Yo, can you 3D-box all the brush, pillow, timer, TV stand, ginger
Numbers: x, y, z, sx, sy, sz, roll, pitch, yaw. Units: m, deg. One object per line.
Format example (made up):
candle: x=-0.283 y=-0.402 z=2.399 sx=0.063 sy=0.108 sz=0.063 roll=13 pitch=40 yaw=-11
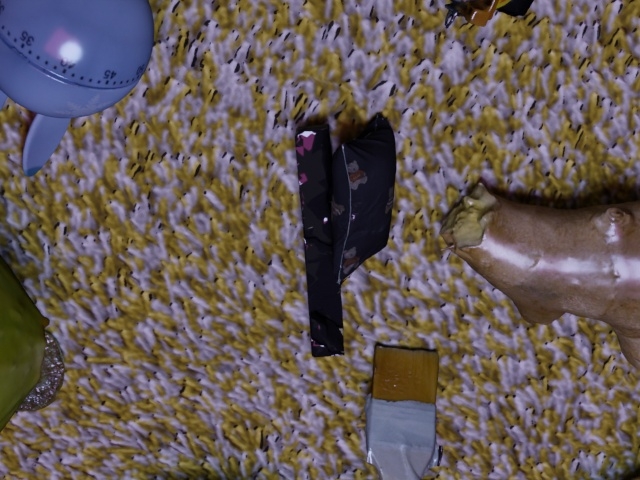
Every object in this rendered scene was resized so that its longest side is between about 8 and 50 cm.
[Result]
brush: x=0.080 y=0.278 z=1.584 sx=0.085 sy=0.020 sz=0.337 roll=6 pitch=76 yaw=-9
pillow: x=0.042 y=-0.041 z=1.499 sx=0.090 sy=0.048 sz=0.150 roll=-21 pitch=124 yaw=-40
timer: x=-0.260 y=-0.171 z=1.402 sx=0.175 sy=0.175 sz=0.255 roll=43 pitch=136 yaw=-21
TV stand: x=0.000 y=0.000 z=1.541 sx=0.036 sy=0.042 sz=0.249 roll=-4 pitch=116 yaw=1
ginger: x=0.320 y=0.027 z=1.556 sx=0.375 sy=0.166 sz=0.236 roll=8 pitch=155 yaw=18

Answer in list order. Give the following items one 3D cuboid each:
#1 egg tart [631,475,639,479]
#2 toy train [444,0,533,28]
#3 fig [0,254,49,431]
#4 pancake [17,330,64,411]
egg tart: x=0.368 y=0.401 z=1.685 sx=0.294 sy=0.116 sz=0.295 roll=1 pitch=86 yaw=-20
toy train: x=0.180 y=-0.283 z=1.387 sx=0.127 sy=0.089 sz=0.219 roll=15 pitch=114 yaw=-22
fig: x=-0.433 y=0.105 z=1.424 sx=0.343 sy=0.343 sz=0.343 roll=-1 pitch=117 yaw=-3
pancake: x=-0.315 y=0.132 z=1.602 sx=0.108 sy=0.017 sz=0.108 roll=-3 pitch=116 yaw=-6
